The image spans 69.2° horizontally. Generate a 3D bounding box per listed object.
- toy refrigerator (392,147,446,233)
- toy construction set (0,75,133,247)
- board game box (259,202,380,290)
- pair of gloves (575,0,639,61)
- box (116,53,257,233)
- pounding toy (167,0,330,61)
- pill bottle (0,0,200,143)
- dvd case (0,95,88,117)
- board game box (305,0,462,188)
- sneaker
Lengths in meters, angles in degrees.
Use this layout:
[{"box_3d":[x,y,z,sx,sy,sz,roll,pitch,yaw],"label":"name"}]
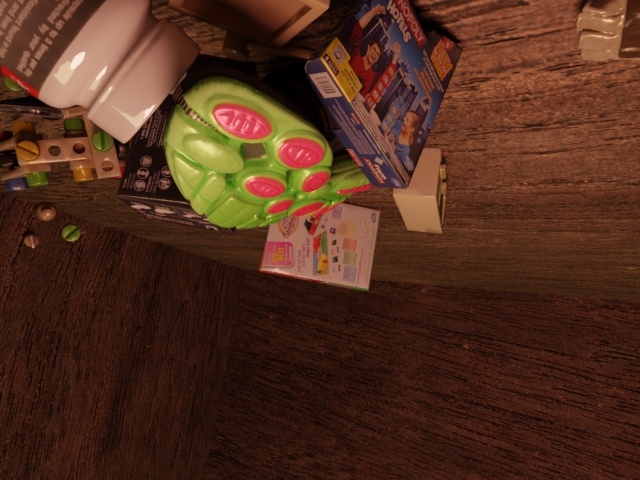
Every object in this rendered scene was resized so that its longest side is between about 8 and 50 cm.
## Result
[{"box_3d":[0.228,-0.100,1.018,0.094,0.103,0.269,6,167,19],"label":"toy refrigerator"},{"box_3d":[-0.484,-0.132,0.872,0.257,0.309,0.237,17,177,-34],"label":"toy construction set"},{"box_3d":[0.000,0.000,1.343,0.316,0.243,0.064,12,170,-7],"label":"board game box"},{"box_3d":[0.337,-0.241,0.406,0.204,0.042,0.240,8,164,33],"label":"pair of gloves"},{"box_3d":[-0.200,-0.153,0.752,0.163,0.248,0.142,10,167,0],"label":"box"},{"box_3d":[-0.062,-0.269,0.499,0.180,0.094,0.206,10,179,-28],"label":"pounding toy"},{"box_3d":[-0.272,-0.235,0.445,0.283,0.161,0.161,39,155,-27],"label":"pill bottle"},{"box_3d":[-0.380,-0.229,0.753,0.164,0.018,0.221,10,-152,22],"label":"dvd case"},{"box_3d":[0.084,-0.198,0.546,0.060,0.194,0.194,13,153,47],"label":"board game box"},{"box_3d":[-0.061,-0.140,0.641,0.185,0.202,0.482,-31,173,17],"label":"sneaker"}]
